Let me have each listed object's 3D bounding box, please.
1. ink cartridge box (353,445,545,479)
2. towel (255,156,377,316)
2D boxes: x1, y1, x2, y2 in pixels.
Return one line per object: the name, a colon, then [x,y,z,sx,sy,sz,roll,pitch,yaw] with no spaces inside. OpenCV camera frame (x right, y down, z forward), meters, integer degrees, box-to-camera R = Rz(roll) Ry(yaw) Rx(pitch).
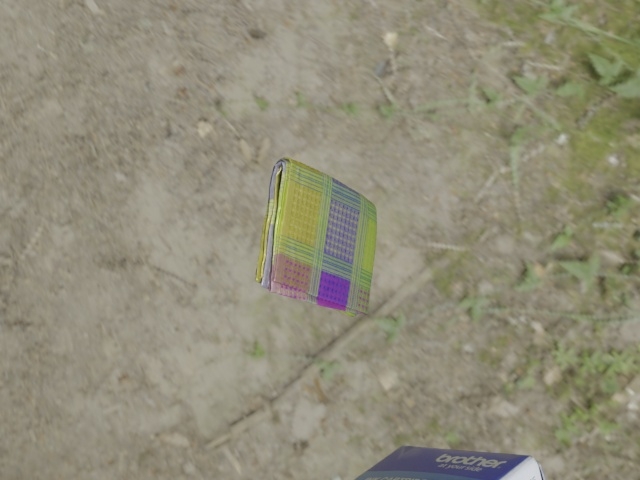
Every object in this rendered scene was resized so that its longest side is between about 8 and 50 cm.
ink cartridge box: [0.060,0.326,0.952,0.395,0.151,0.270,-26,105,-39]
towel: [0.000,0.000,0.595,0.083,0.009,0.060,20,73,-54]
